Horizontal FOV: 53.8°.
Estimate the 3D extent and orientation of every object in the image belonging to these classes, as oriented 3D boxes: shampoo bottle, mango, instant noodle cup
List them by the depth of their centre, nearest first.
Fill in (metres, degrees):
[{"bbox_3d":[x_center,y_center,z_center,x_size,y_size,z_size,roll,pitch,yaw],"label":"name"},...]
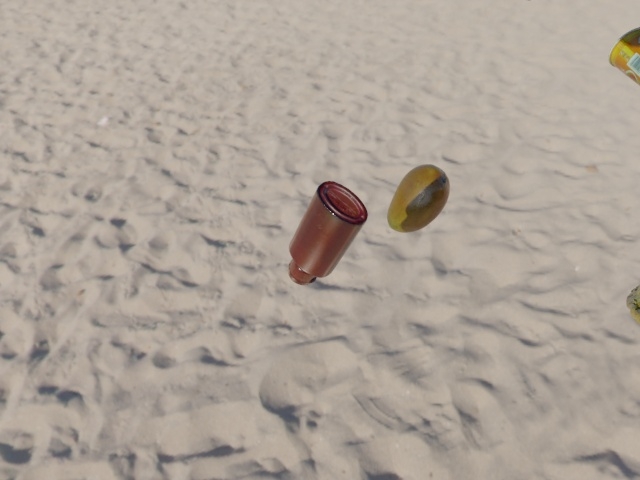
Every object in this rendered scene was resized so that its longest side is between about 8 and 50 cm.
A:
[{"bbox_3d":[0.000,0.000,1.156,0.102,0.260,0.064,41,56,7],"label":"shampoo bottle"},{"bbox_3d":[0.272,-0.109,1.760,0.120,0.221,0.151,17,24,-35],"label":"mango"},{"bbox_3d":[1.113,-0.610,2.161,0.169,0.168,0.185,-14,53,-7],"label":"instant noodle cup"}]

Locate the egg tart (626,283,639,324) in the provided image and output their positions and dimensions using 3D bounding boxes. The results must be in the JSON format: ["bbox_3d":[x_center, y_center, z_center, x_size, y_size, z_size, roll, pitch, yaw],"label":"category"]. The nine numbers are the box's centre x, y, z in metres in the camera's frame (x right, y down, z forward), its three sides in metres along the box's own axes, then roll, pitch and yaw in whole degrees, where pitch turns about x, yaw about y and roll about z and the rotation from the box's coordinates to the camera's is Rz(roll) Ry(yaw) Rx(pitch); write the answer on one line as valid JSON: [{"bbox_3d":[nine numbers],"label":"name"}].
[{"bbox_3d":[0.707,0.074,1.077,0.346,0.132,0.345,-8,12,2],"label":"egg tart"}]
